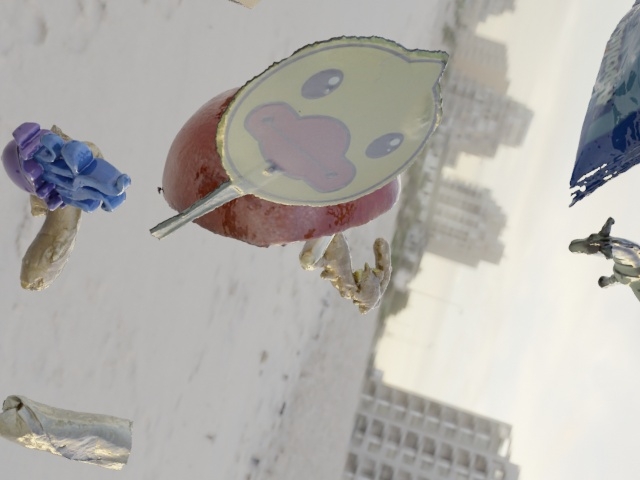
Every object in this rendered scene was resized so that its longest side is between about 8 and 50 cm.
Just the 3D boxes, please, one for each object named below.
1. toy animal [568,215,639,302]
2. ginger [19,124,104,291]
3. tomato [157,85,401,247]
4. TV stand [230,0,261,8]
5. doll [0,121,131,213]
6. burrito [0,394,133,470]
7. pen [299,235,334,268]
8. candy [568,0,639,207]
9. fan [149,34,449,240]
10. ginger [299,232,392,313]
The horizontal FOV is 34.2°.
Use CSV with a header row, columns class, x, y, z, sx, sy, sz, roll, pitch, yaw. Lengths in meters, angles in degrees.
class,x,y,z,sx,sy,sz,roll,pitch,yaw
toy animal,0.397,0.058,1.243,0.073,0.217,0.176,-47,169,1
ginger,-0.326,-0.040,1.281,0.133,0.059,0.214,7,-104,46
tomato,-0.053,-0.127,1.413,0.338,0.338,0.143,-67,161,-62
TV stand,-0.191,-0.443,1.567,0.083,0.269,0.088,-30,-121,39
doll,-0.265,-0.070,1.079,0.067,0.206,0.110,-49,136,-32
burrito,-0.335,0.259,1.396,0.087,0.226,0.060,-45,-133,17
pen,0.000,0.000,1.563,0.040,0.032,0.233,-61,178,18
candy,0.370,-0.199,1.162,0.331,0.077,0.187,-64,-168,-28
fan,-0.023,-0.082,0.974,0.229,0.335,0.011,36,30,-51
ginger,0.056,0.051,1.768,0.193,0.052,0.176,-28,111,-33
